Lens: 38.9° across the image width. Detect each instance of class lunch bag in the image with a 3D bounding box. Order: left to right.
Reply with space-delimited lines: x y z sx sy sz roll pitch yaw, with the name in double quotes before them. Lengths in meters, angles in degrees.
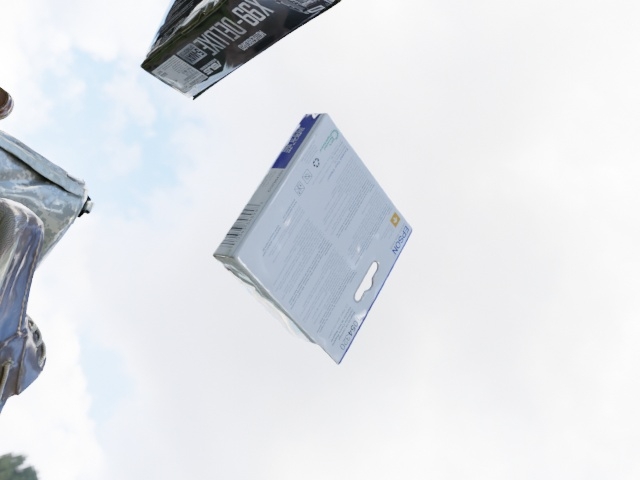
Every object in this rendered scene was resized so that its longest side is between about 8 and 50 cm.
"lunch bag" -0.554 -0.067 1.447 0.256 0.305 0.213 -39 -148 22

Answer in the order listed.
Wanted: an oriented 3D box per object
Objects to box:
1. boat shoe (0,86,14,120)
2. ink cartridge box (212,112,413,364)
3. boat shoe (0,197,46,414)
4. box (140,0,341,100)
"boat shoe" -0.496 -0.205 1.194 0.060 0.177 0.064 121 -14 -66
"ink cartridge box" 0.000 0.000 1.619 0.071 0.324 0.330 6 -35 44
"boat shoe" -0.376 0.111 0.983 0.132 0.130 0.355 43 -69 33
"box" -0.059 -0.307 0.948 0.307 0.076 0.243 -18 -131 54
